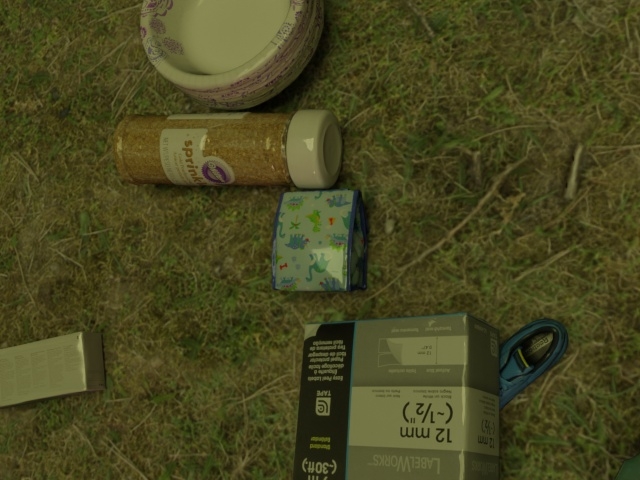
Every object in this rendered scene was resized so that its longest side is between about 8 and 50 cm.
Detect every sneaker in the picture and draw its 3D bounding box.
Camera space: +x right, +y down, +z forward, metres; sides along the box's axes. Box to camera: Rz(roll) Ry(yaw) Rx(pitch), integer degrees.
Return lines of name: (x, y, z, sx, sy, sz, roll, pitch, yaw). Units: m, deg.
sneaker: (0.241, 0.180, 0.994, 0.209, 0.082, 0.069, -44, 71, 9)

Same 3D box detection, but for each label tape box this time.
label tape box: (0.094, 0.277, 0.961, 0.249, 0.115, 0.347, -8, 67, 34)

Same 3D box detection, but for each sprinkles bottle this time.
sprinkles bottle: (-0.148, -0.143, 1.176, 0.355, 0.121, 0.121, 3, 81, 21)

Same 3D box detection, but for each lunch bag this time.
lunch bag: (0.000, 0.000, 1.108, 0.129, 0.096, 0.151, -1, 89, 20)

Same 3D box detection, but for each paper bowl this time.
paper bowl: (-0.131, -0.344, 1.187, 0.284, 0.148, 0.284, -5, 75, 18)

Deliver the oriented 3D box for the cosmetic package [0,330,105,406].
cosmetic package: (-0.482, 0.223, 1.260, 0.239, 0.060, 0.099, -13, 78, 17)

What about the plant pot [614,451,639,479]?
plant pot: (0.486, 0.314, 0.752, 0.334, 0.341, 0.341, 28, 90, 35)
